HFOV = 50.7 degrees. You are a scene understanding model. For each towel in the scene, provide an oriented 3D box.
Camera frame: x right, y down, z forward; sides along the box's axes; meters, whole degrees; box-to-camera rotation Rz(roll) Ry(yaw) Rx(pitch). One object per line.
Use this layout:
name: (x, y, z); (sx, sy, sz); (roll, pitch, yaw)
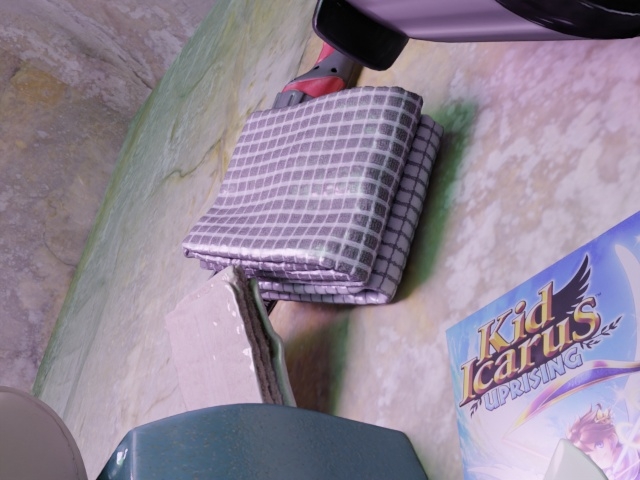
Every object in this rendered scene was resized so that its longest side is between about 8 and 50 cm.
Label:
towel: (-0.098, 0.182, 0.764); (0.187, 0.049, 0.282); (-32, 68, 48)
towel: (-0.017, -0.053, 0.803); (0.283, 0.121, 0.235); (0, 65, 40)

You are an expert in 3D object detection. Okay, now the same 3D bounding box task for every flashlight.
flashlight: (0.014, -0.306, 1.091); (0.103, 0.103, 0.304); (-1, 65, 56)

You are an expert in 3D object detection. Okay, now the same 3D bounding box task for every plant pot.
plant pot: (-0.063, 0.268, 0.499); (0.248, 0.252, 0.247); (-55, 26, 14)

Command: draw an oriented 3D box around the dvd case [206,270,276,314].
dvd case: (-0.127, 0.073, 1.067); (0.179, 0.029, 0.239); (-58, 26, 7)

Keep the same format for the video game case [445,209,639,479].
video game case: (0.197, 0.104, 0.398); (0.269, 0.061, 0.244); (-41, 32, 37)

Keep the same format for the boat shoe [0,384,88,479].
boat shoe: (-0.206, 0.214, 0.396); (0.097, 0.116, 0.324); (-53, 33, 11)

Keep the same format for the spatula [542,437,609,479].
spatula: (0.139, 0.244, 0.319); (0.168, 0.019, 0.242); (28, 104, 48)

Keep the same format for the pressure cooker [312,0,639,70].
pressure cooker: (0.148, -0.355, 0.557); (0.369, 0.376, 0.420); (-22, 20, -12)
